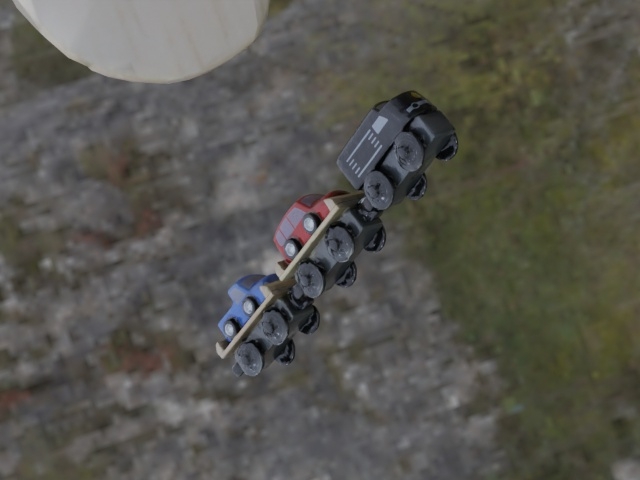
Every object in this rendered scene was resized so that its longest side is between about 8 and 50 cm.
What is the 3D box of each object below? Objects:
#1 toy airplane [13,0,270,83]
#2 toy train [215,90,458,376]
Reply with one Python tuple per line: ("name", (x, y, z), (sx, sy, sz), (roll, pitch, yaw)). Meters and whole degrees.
("toy airplane", (-0.083, -0.262, 0.328), (0.272, 0.386, 0.384), (13, 84, 41))
("toy train", (0.000, 0.000, 0.668), (0.036, 0.027, 0.158), (53, 132, 19))
